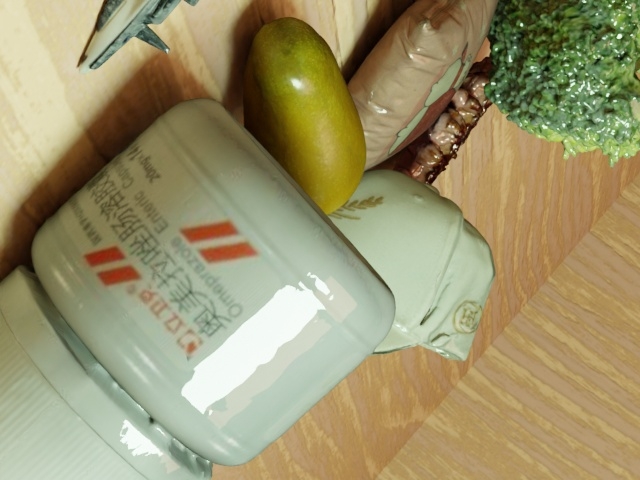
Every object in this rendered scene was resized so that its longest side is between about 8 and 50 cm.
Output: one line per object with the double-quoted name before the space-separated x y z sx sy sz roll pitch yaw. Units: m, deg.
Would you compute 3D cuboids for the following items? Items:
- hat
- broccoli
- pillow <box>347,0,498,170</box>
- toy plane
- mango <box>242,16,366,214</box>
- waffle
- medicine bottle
"hat" 0.002 0.007 1.751 0.301 0.258 0.168 4 98 -50
"broccoli" 0.269 -0.212 1.835 0.260 0.235 0.288 23 69 -56
"pillow" 0.090 -0.161 1.749 0.223 0.084 0.236 -40 164 -50
"toy plane" -0.085 -0.191 1.224 0.234 0.082 0.160 -60 -171 29
"mango" -0.017 -0.106 1.510 0.099 0.136 0.227 -15 150 -3
"waffle" 0.128 -0.109 1.994 0.234 0.055 0.221 -48 175 -48
"medicine bottle" -0.122 0.069 1.388 0.306 0.245 0.245 -43 164 2
